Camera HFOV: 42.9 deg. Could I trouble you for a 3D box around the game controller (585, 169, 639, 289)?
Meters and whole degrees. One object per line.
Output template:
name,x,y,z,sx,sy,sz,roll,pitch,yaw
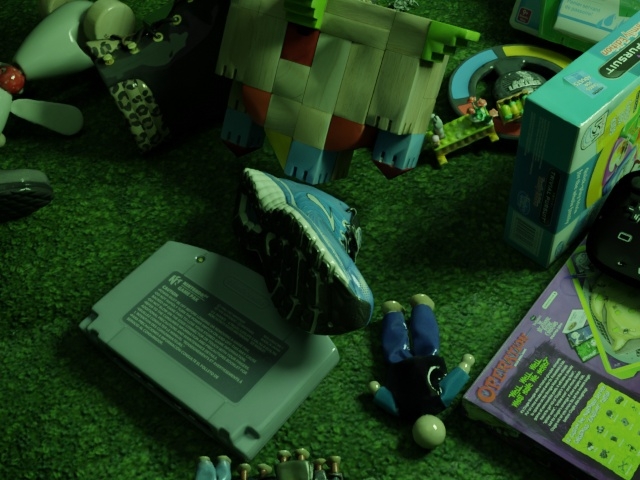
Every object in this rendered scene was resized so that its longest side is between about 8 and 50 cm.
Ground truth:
game controller,0.484,0.025,0.957,0.319,0.067,0.166,24,56,25

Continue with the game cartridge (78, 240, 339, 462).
game cartridge,-0.133,0.119,1.009,0.294,0.060,0.196,30,63,27

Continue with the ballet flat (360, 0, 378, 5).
ballet flat,-0.043,-0.501,1.427,0.164,0.182,0.483,-14,46,-36

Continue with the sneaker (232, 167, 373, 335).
sneaker,0.000,0.000,1.018,0.147,0.129,0.330,0,29,-23

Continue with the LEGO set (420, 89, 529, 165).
LEGO set,0.158,-0.189,1.176,0.287,0.107,0.132,9,68,22

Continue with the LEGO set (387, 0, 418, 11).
LEGO set,0.146,-0.432,1.462,0.054,0.023,0.083,-11,50,-3

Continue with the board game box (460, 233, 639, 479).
board game box,0.346,0.125,0.958,0.208,0.056,0.347,33,60,24

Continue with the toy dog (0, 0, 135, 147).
toy dog,-0.439,-0.271,1.336,0.334,0.161,0.220,-34,56,-2

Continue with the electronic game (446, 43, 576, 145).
electronic game,0.310,-0.229,1.258,0.229,0.048,0.229,-3,50,3

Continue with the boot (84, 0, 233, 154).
boot,-0.220,-0.337,1.234,0.284,0.377,0.138,-26,21,-8

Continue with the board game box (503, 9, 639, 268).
board game box,0.384,-0.153,1.051,0.336,0.253,0.079,-37,57,-23

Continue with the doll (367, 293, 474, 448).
doll,0.118,0.152,0.954,0.129,0.046,0.189,-14,50,13

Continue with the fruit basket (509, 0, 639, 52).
fruit basket,0.476,-0.445,1.221,0.327,0.353,0.165,28,35,25

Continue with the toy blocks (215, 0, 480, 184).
toy blocks,0.002,-0.198,1.098,0.381,0.260,0.191,22,18,24

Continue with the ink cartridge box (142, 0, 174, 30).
ink cartridge box,-0.196,-0.373,1.392,0.062,0.109,0.209,33,61,29

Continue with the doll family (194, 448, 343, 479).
doll family,-0.057,0.282,0.854,0.193,0.076,0.111,-8,54,6

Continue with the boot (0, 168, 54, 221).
boot,-0.558,-0.136,1.174,0.338,0.118,0.222,-5,75,0
